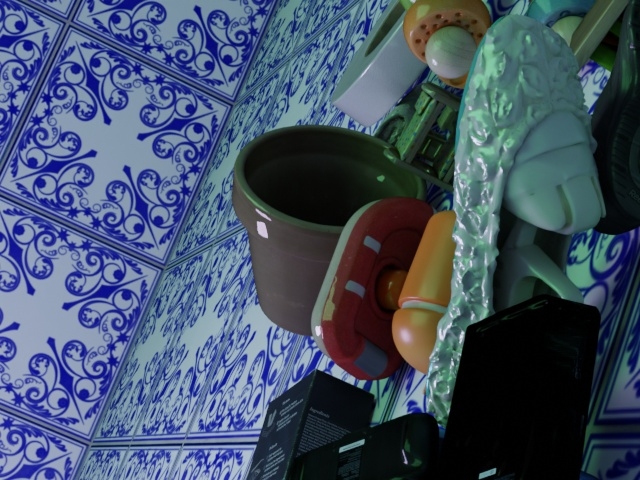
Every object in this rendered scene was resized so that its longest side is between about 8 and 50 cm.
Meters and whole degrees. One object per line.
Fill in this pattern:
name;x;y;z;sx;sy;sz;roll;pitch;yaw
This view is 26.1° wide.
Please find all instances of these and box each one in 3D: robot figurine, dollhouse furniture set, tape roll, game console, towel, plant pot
robot figurine;0.152;0.056;1.459;0.158;0.128;0.219;5;66;45
dollhouse furniture set;0.166;-0.188;1.865;0.182;0.101;0.161;-60;15;17
tape roll;0.154;-0.347;2.106;0.392;0.072;0.392;-54;7;10
game console;0.086;0.181;1.195;0.361;0.044;0.213;-28;34;43
towel;0.071;-0.106;2.080;0.282;0.049;0.187;-56;-1;26
plant pot;0.000;0.000;1.907;0.263;0.263;0.229;-84;3;-53

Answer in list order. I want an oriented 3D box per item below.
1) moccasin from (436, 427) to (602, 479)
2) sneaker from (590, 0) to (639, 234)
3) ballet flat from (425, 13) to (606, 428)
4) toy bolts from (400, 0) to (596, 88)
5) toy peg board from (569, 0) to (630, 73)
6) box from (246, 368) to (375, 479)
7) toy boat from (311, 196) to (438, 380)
moccasin;0.122;0.236;1.245;0.342;0.138;0.117;168;122;-73
sneaker;0.302;-0.135;1.305;0.286;0.109;0.130;-68;8;-22
ballet flat;0.194;0.006;1.252;0.147;0.147;0.409;-106;21;-69
toy bolts;0.224;-0.232;1.639;0.228;0.218;0.158;-15;49;10
toy peg board;0.336;-0.241;1.444;0.161;0.079;0.160;-56;1;25
box;-0.018;0.270;1.764;0.156;0.093;0.158;-42;27;57
toy boat;0.098;0.058;1.684;0.151;0.151;0.231;3;65;42
